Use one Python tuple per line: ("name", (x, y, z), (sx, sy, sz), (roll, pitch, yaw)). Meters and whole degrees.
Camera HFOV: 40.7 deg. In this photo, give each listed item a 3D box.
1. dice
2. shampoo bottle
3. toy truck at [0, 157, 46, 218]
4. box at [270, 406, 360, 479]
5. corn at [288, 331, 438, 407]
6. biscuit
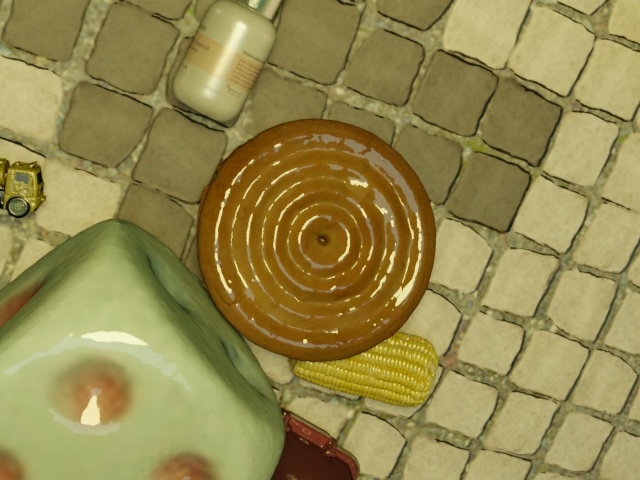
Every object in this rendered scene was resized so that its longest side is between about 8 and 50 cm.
("dice", (-0.208, 0.158, 0.814), (0.268, 0.264, 0.262), (-39, 109, 1))
("shampoo bottle", (-0.075, -0.211, 0.835), (0.074, 0.074, 0.192), (25, 100, -16))
("toy truck", (-0.313, -0.054, 0.849), (0.083, 0.049, 0.054), (5, 103, -10))
("box", (-0.083, 0.345, 0.943), (0.193, 0.167, 0.294), (32, 98, -19))
("corn", (0.048, 0.135, 0.964), (0.165, 0.063, 0.085), (11, 117, -12))
("biscuit", (0.000, 0.000, 0.900), (0.262, 0.037, 0.262), (-1, 92, -13))
